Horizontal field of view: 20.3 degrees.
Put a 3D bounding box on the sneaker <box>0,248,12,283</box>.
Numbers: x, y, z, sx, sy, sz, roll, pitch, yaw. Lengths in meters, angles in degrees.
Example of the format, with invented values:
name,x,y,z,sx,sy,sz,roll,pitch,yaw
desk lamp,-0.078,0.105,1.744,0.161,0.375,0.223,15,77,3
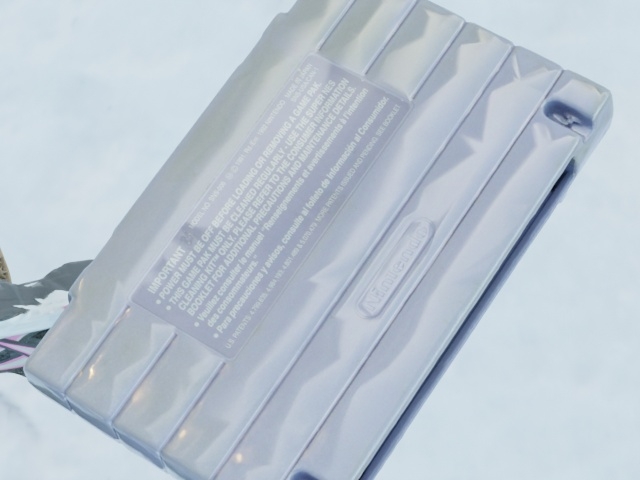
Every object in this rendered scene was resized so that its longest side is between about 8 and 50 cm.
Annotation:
name,x,y,z,sx,sy,sz,roll,pitch,yaw
sneaker,-0.306,0.026,1.528,0.064,0.086,0.192,-7,75,-21

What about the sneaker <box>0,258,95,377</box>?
name,x,y,z,sx,sy,sz,roll,pitch,yaw
sneaker,-0.201,0.067,1.367,0.178,0.072,0.077,-5,125,-10

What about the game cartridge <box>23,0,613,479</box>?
name,x,y,z,sx,sy,sz,roll,pitch,yaw
game cartridge,0.000,0.000,1.139,0.230,0.068,0.355,28,71,23
